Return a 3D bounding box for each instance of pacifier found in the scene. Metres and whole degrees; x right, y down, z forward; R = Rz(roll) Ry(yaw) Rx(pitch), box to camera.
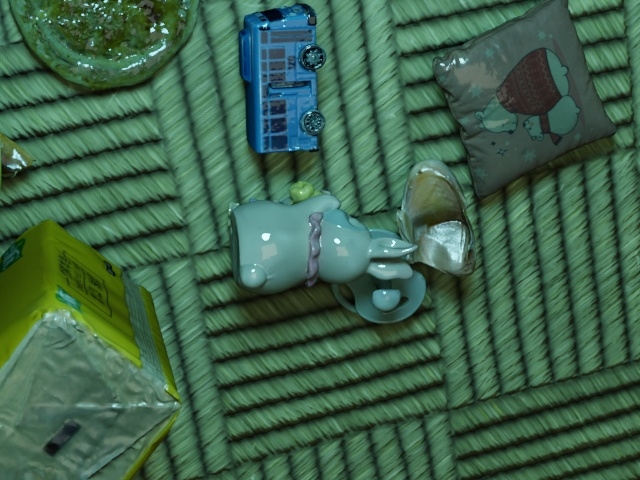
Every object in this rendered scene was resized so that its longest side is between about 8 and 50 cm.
[{"bbox_3d":[0.078,0.063,1.899,0.127,0.116,0.150,-20,115,7],"label":"pacifier"}]

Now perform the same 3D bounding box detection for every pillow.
[{"bbox_3d":[0.278,-0.198,1.881,0.223,0.084,0.236,-25,115,-6],"label":"pillow"}]

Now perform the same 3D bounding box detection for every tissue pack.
[{"bbox_3d":[-0.343,0.176,1.686,0.228,0.382,0.293,36,96,-19],"label":"tissue pack"}]

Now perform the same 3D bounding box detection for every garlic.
[{"bbox_3d":[0.167,-0.028,1.894,0.099,0.124,0.174,-6,104,20],"label":"garlic"}]

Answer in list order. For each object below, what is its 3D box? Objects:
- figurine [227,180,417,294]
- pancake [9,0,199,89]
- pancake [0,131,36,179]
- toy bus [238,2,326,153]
[{"bbox_3d":[0.000,0.000,1.838,0.236,0.155,0.127,-3,118,-12],"label":"figurine"},{"bbox_3d":[-0.270,-0.309,1.730,0.254,0.037,0.253,-4,108,-13],"label":"pancake"},{"bbox_3d":[-0.521,-0.099,1.724,0.257,0.056,0.212,-37,112,0],"label":"pancake"},{"bbox_3d":[-0.051,-0.211,1.790,0.106,0.090,0.184,-5,109,-11],"label":"toy bus"}]
